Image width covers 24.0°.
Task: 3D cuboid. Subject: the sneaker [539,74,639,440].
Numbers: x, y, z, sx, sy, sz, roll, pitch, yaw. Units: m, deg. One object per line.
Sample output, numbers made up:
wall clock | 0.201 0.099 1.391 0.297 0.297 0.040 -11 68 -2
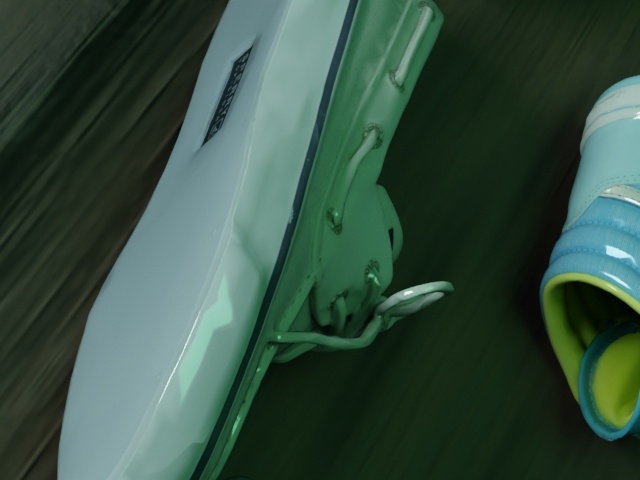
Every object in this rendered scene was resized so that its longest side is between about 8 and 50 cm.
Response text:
sneaker | 0.259 0.069 0.887 0.319 0.127 0.208 34 58 -6

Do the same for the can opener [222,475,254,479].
can opener | 0.026 0.237 0.721 0.283 0.076 0.095 43 57 -11

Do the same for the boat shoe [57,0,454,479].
boat shoe | -0.005 0.002 0.757 0.156 0.136 0.367 33 51 -21
